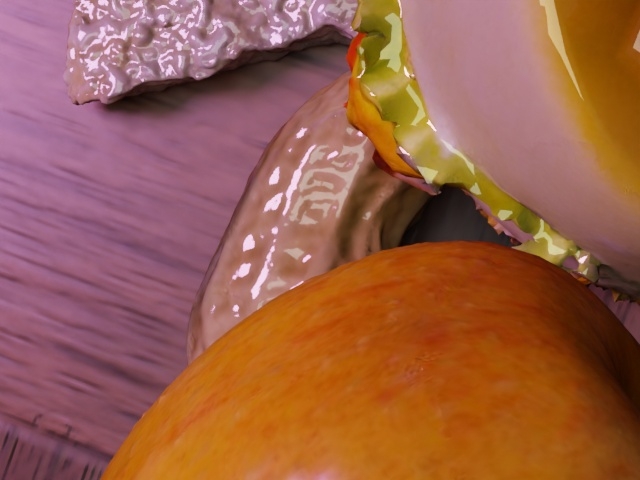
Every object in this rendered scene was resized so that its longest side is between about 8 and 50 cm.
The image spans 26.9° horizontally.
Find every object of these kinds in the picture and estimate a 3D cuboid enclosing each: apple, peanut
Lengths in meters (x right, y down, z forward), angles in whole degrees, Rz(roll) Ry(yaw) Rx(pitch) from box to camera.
[{"bbox_3d":[0.050,0.153,0.495,0.299,0.299,0.275,41,113,11],"label":"apple"},{"bbox_3d":[0.000,0.000,0.622,0.083,0.093,0.194,26,95,-14],"label":"peanut"}]

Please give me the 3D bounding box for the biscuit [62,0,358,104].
[{"bbox_3d":[-0.016,-0.149,0.664,0.250,0.032,0.133,-10,85,11],"label":"biscuit"}]

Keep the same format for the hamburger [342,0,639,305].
[{"bbox_3d":[0.164,-0.107,0.546,0.294,0.179,0.276,15,86,-8],"label":"hamburger"}]
